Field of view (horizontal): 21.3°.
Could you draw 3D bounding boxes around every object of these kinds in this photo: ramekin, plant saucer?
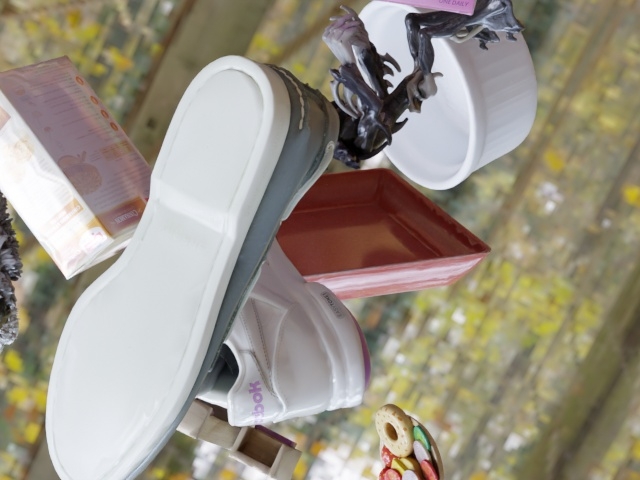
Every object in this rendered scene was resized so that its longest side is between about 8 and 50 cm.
[{"bbox_3d":[0.175,-0.221,2.358,0.135,0.277,0.277,-23,-139,-27],"label":"ramekin"},{"bbox_3d":[0.000,0.000,1.696,0.259,0.047,0.259,-7,-158,-20],"label":"plant saucer"}]

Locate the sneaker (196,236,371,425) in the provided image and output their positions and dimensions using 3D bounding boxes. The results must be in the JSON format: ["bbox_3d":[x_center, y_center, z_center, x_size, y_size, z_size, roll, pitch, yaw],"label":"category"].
[{"bbox_3d":[-0.088,0.050,1.421,0.152,0.114,0.305,-19,-145,-24],"label":"sneaker"}]

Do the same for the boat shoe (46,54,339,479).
[{"bbox_3d":[-0.081,0.032,1.136,0.116,0.319,0.099,34,-164,35],"label":"boat shoe"}]

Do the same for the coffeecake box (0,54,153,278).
[{"bbox_3d":[-0.234,-0.071,1.574,0.185,0.068,0.142,53,-156,2],"label":"coffeecake box"}]

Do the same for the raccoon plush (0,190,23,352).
[{"bbox_3d":[-0.467,-0.017,2.253,0.216,0.446,0.299,14,174,0],"label":"raccoon plush"}]

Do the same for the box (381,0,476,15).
[{"bbox_3d":[0.050,-0.342,1.494,0.214,0.243,0.117,7,-156,-13],"label":"box"}]

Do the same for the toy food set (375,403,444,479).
[{"bbox_3d":[0.066,0.169,1.282,0.020,0.083,0.082,-11,-145,-30],"label":"toy food set"}]

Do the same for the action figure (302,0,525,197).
[{"bbox_3d":[0.056,-0.170,1.676,0.141,0.276,0.164,51,-177,-14],"label":"action figure"}]

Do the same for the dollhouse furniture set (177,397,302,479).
[{"bbox_3d":[-0.093,0.141,2.357,0.286,0.303,0.198,25,175,18],"label":"dollhouse furniture set"}]
